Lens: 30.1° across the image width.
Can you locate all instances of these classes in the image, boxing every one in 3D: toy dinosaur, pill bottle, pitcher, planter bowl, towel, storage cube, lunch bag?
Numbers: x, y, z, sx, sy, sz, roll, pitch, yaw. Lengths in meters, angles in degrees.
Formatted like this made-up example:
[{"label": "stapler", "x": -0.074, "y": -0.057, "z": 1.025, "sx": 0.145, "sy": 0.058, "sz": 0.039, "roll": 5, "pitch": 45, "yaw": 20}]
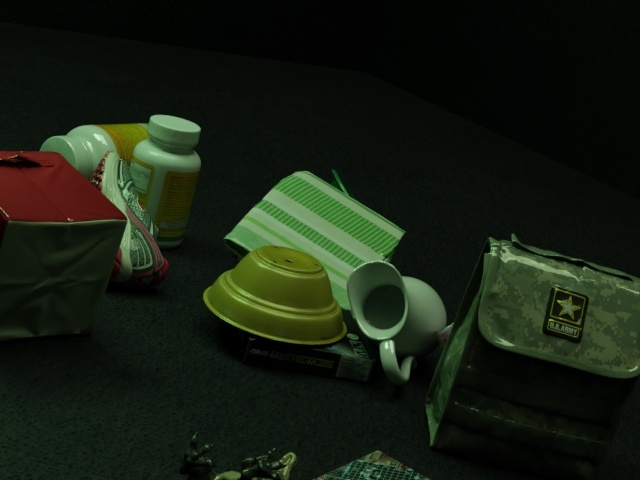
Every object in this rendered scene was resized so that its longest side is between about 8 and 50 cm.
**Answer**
[{"label": "toy dinosaur", "x": -0.111, "y": 0.250, "z": 1.232, "sx": 0.268, "sy": 0.118, "sz": 0.064, "roll": 0, "pitch": 55, "yaw": -37}, {"label": "pill bottle", "x": -0.390, "y": -0.144, "z": 2.174, "sx": 0.136, "sy": 0.136, "sz": 0.245, "roll": 25, "pitch": 19, "yaw": 30}, {"label": "pitcher", "x": 0.117, "y": 0.134, "z": 1.754, "sx": 0.125, "sy": 0.178, "sz": 0.207, "roll": -13, "pitch": -17, "yaw": 17}, {"label": "planter bowl", "x": -0.056, "y": 0.065, "z": 1.729, "sx": 0.217, "sy": 0.090, "sz": 0.217, "roll": 14, "pitch": 17, "yaw": -4}, {"label": "pill bottle", "x": -0.269, "y": -0.101, "z": 2.017, "sx": 0.117, "sy": 0.208, "sz": 0.117, "roll": 14, "pitch": 17, "yaw": -4}, {"label": "towel", "x": 0.000, "y": 0.000, "z": 2.025, "sx": 0.247, "sy": 0.038, "sz": 0.325, "roll": 33, "pitch": 32, "yaw": 3}, {"label": "storage cube", "x": -0.399, "y": 0.007, "z": 1.575, "sx": 0.183, "sy": 0.215, "sz": 0.193, "roll": -1, "pitch": 30, "yaw": -44}, {"label": "lunch bag", "x": 0.292, "y": 0.152, "z": 1.573, "sx": 0.235, "sy": 0.287, "sz": 0.169, "roll": 15, "pitch": 16, "yaw": -3}]

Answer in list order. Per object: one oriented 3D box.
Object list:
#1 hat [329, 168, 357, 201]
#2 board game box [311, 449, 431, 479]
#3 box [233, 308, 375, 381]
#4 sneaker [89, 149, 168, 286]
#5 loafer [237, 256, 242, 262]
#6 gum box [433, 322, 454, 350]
[{"label": "hat", "x": -0.006, "y": -0.026, "z": 2.333, "sx": 0.208, "sy": 0.183, "sz": 0.173, "roll": 54, "pitch": 5, "yaw": -30}, {"label": "board game box", "x": 0.058, "y": 0.309, "z": 1.284, "sx": 0.165, "sy": 0.042, "sz": 0.243, "roll": 26, "pitch": 20, "yaw": 31}, {"label": "box", "x": -0.031, "y": 0.138, "z": 1.751, "sx": 0.190, "sy": 0.045, "sz": 0.184, "roll": 12, "pitch": 20, "yaw": -14}, {"label": "sneaker", "x": -0.318, "y": -0.028, "z": 1.895, "sx": 0.112, "sy": 0.121, "sz": 0.299, "roll": 16, "pitch": 34, "yaw": -27}, {"label": "loafer", "x": -0.013, "y": 0.016, "z": 2.082, "sx": 0.267, "sy": 0.084, "sz": 0.096, "roll": 5, "pitch": 18, "yaw": -30}, {"label": "gum box", "x": 0.250, "y": 0.163, "z": 1.773, "sx": 0.188, "sy": 0.062, "sz": 0.107, "roll": -2, "pitch": 59, "yaw": -59}]
